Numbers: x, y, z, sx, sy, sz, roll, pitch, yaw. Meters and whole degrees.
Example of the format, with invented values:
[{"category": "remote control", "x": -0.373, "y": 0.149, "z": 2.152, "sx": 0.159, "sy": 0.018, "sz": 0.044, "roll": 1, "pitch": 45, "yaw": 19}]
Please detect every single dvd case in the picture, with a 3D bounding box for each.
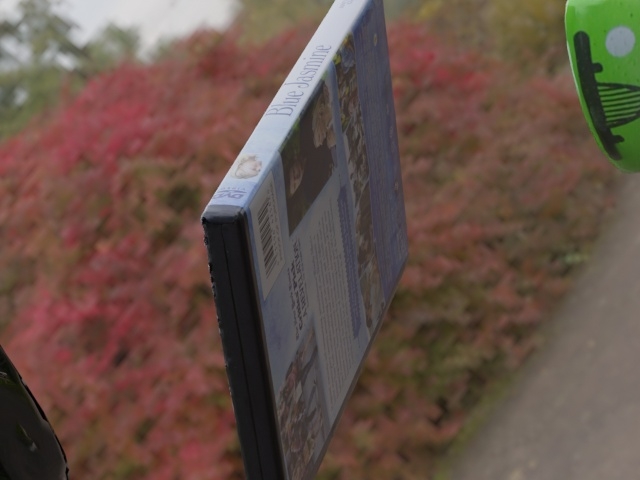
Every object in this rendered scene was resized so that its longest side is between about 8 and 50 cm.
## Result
[{"category": "dvd case", "x": 0.000, "y": 0.000, "z": 0.961, "sx": 0.253, "sy": 0.022, "sz": 0.180, "roll": -63, "pitch": -29, "yaw": -54}]

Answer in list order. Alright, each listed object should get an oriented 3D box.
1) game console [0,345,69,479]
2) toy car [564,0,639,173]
[{"category": "game console", "x": -0.213, "y": -0.021, "z": 0.425, "sx": 0.060, "sy": 0.342, "sz": 0.386, "roll": -31, "pitch": 3, "yaw": 13}, {"category": "toy car", "x": 0.121, "y": -0.101, "z": 0.454, "sx": 0.053, "sy": 0.239, "sz": 0.225, "roll": 3, "pitch": 45, "yaw": 33}]
